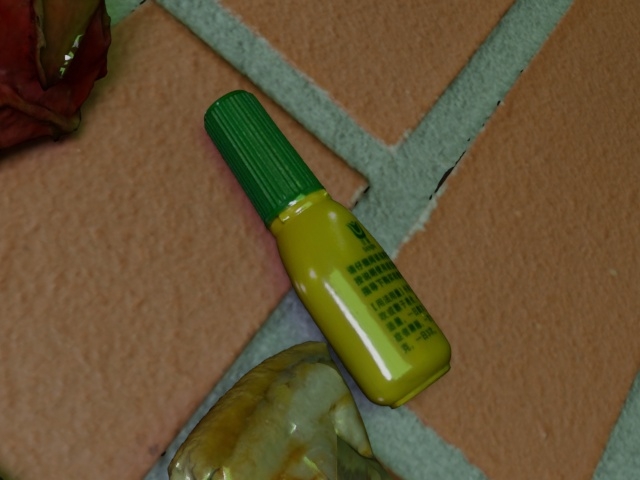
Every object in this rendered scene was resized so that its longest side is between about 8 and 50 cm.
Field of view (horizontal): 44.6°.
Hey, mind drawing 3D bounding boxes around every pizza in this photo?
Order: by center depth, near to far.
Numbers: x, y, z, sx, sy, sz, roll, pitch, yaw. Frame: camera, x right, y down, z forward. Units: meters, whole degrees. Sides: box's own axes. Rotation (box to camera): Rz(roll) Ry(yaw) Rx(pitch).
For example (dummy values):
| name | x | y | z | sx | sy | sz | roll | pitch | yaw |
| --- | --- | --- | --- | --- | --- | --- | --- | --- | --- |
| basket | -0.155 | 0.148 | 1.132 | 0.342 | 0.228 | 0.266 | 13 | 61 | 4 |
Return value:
| name | x | y | z | sx | sy | sz | roll | pitch | yaw |
| --- | --- | --- | --- | --- | --- | --- | --- | --- | --- |
| pizza | 0.023 | 0.210 | 0.467 | 0.189 | 0.071 | 0.297 | -19 | 81 | -56 |

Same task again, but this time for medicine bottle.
| name | x | y | z | sx | sy | sz | roll | pitch | yaw |
| --- | --- | --- | --- | --- | --- | --- | --- | --- | --- |
| medicine bottle | 0.000 | 0.000 | 0.576 | 0.260 | 0.064 | 0.095 | 56 | 34 | 10 |

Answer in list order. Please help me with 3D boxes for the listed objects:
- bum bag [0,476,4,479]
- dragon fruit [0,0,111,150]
| name | x | y | z | sx | sy | sz | roll | pitch | yaw |
| --- | --- | --- | --- | --- | --- | --- | --- | --- | --- |
| bum bag | -0.148 | 0.205 | 0.421 | 0.248 | 0.069 | 0.102 | 32 | 75 | -6 |
| dragon fruit | -0.306 | -0.137 | 0.470 | 0.330 | 0.240 | 0.302 | -43 | 118 | -11 |
